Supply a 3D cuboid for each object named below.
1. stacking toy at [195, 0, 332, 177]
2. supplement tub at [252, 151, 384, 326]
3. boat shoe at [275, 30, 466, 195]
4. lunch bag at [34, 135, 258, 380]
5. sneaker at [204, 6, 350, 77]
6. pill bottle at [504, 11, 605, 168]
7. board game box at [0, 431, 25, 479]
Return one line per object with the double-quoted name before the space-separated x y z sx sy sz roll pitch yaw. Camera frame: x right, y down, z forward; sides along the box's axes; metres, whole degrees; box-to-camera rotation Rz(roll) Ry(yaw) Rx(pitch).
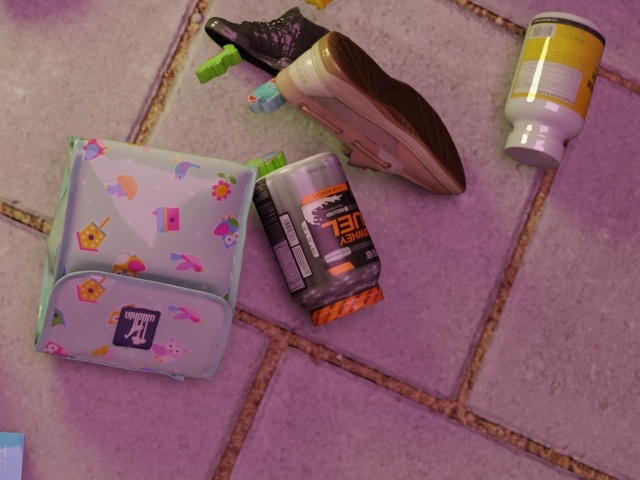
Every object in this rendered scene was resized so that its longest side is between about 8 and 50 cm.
"stacking toy" -0.034 -0.197 1.845 0.221 0.052 0.167 -36 123 -16
"supplement tub" 0.000 0.000 1.831 0.117 0.117 0.190 -22 88 -16
"boat shoe" 0.067 -0.137 1.847 0.302 0.098 0.109 36 34 -41
"lunch bag" -0.205 0.023 1.758 0.223 0.160 0.262 10 90 -16
"sneaker" -0.053 -0.255 1.891 0.170 0.051 0.089 29 79 -15
"pill bottle" 0.293 -0.190 1.940 0.103 0.103 0.184 19 78 -11
"board game box" -0.494 0.324 1.684 0.316 0.064 0.242 4 81 -13
